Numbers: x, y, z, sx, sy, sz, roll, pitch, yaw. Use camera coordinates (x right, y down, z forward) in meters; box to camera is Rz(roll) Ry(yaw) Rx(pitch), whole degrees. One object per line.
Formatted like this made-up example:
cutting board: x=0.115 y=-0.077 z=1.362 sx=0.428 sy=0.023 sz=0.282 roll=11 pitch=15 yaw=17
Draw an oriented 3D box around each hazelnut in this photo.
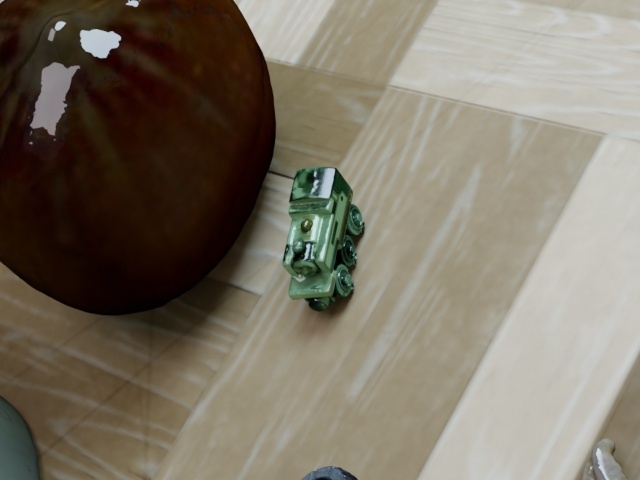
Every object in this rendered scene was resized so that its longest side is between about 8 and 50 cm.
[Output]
hazelnut: x=-0.134 y=-0.069 z=0.923 sx=0.229 sy=0.229 sz=0.229 roll=-16 pitch=52 yaw=21

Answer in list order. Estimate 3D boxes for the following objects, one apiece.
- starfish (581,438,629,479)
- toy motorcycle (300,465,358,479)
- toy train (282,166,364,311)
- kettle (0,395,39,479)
starfish: x=0.138 y=0.272 z=0.583 sx=0.384 sy=0.132 sz=0.398 roll=31 pitch=93 yaw=50
toy motorcycle: x=-0.022 y=0.206 z=0.735 sx=0.114 sy=0.076 sz=0.205 roll=-33 pitch=31 yaw=28
toy train: x=0.000 y=0.000 z=0.899 sx=0.033 sy=0.053 sz=0.083 roll=-6 pitch=55 yaw=27
kettle: x=-0.337 y=0.086 z=0.864 sx=0.205 sy=0.318 sz=0.265 roll=-14 pitch=54 yaw=24
